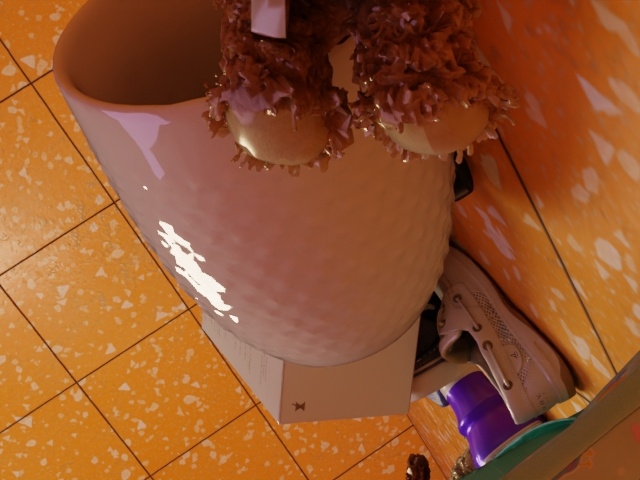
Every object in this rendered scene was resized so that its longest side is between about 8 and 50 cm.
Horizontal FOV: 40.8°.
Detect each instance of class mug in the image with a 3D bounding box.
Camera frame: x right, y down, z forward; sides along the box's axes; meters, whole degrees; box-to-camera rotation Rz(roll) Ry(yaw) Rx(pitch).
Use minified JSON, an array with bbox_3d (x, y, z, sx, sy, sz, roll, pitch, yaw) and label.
[{"bbox_3d":[-0.051,-0.079,0.754,0.374,0.276,0.328,35,154,44],"label":"mug"}]

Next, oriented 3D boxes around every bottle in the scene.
[{"bbox_3d":[0.271,0.292,1.186,0.283,0.118,0.092,52,173,35],"label":"bottle"}]

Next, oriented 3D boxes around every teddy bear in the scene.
[{"bbox_3d":[-0.004,-0.184,0.419,0.338,0.245,0.113,61,-143,-19],"label":"teddy bear"}]

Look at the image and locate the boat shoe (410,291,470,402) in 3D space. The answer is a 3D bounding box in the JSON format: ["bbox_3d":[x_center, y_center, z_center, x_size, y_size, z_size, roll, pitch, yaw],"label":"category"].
[{"bbox_3d":[0.118,0.105,1.183,0.158,0.127,0.340,60,-172,-2],"label":"boat shoe"}]

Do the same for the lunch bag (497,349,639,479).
[{"bbox_3d":[0.216,0.206,0.601,0.160,0.223,0.262,42,163,49],"label":"lunch bag"}]

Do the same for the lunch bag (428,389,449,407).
[{"bbox_3d":[0.194,0.224,1.616,0.129,0.096,0.151,61,-177,-37],"label":"lunch bag"}]

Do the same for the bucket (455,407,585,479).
[{"bbox_3d":[0.280,0.310,0.865,0.281,0.183,0.281,55,174,8],"label":"bucket"}]

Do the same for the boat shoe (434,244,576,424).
[{"bbox_3d":[0.178,0.102,1.013,0.277,0.096,0.098,51,173,48],"label":"boat shoe"}]

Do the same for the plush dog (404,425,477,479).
[{"bbox_3d":[0.241,0.405,1.301,0.262,0.225,0.211,55,153,29],"label":"plush dog"}]

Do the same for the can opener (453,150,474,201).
[{"bbox_3d":[0.086,-0.118,0.841,0.186,0.073,0.059,60,-147,-3],"label":"can opener"}]

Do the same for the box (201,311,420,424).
[{"bbox_3d":[-0.025,0.065,1.107,0.345,0.168,0.215,-149,62,-64],"label":"box"}]
